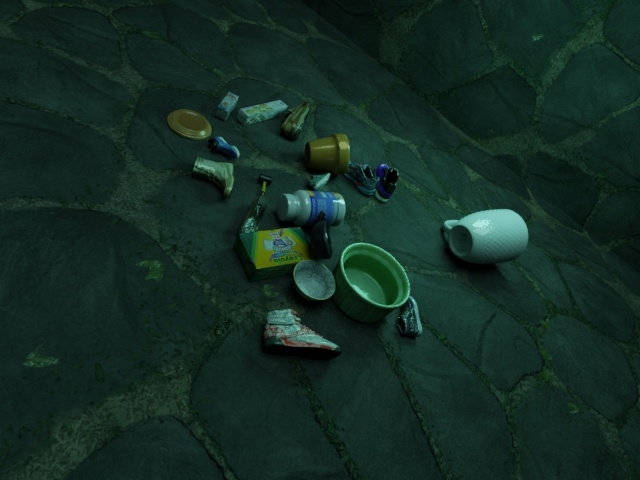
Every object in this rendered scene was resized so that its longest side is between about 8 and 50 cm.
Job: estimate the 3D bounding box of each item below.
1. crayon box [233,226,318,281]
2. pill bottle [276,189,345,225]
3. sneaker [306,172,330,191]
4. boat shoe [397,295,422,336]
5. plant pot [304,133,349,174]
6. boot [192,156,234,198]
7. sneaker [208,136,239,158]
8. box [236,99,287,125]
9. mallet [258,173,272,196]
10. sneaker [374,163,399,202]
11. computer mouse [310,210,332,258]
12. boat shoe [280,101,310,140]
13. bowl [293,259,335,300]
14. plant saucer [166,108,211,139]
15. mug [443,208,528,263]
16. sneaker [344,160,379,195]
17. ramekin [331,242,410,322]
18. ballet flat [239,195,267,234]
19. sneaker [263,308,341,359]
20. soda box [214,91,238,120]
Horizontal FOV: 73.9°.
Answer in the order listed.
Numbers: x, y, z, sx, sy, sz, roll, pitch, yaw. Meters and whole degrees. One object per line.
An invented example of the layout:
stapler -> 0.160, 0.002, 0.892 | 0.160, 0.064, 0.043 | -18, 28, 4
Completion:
crayon box -> -0.165, 0.046, 1.604 | 0.278, 0.081, 0.165 | -8, 55, -38
pill bottle -> -0.043, -0.136, 1.807 | 0.272, 0.152, 0.152 | 1, 50, -33
sneaker -> -0.009, -0.296, 2.057 | 0.076, 0.065, 0.166 | 33, 39, 5
boat shoe -> 0.344, 0.295, 1.700 | 0.083, 0.065, 0.183 | 12, 46, -25
plant pot -> 0.025, -0.430, 2.121 | 0.187, 0.205, 0.205 | -3, 51, -15
boot -> -0.439, -0.260, 1.734 | 0.165, 0.077, 0.213 | 12, 40, -24
sneaker -> -0.436, -0.408, 1.890 | 0.152, 0.058, 0.084 | 42, 35, 17
box -> -0.303, -0.675, 2.235 | 0.067, 0.063, 0.324 | 45, 42, 11
mallet -> -0.240, -0.214, 1.851 | 0.062, 0.039, 0.190 | 10, 50, -20
sneaker -> 0.365, -0.340, 2.272 | 0.102, 0.146, 0.293 | 21, 42, -14
computer mouse -> 0.000, 0.000, 1.646 | 0.072, 0.189, 0.272 | -10, 13, 4
boat shoe -> -0.137, -0.666, 2.292 | 0.119, 0.123, 0.324 | 22, 41, -8
bowl -> -0.037, 0.162, 1.571 | 0.170, 0.080, 0.170 | 18, 46, -20
plant saucer -> -0.592, -0.534, 1.933 | 0.199, 0.037, 0.200 | 18, 42, -17
mug -> 0.803, -0.030, 2.192 | 0.328, 0.276, 0.374 | -6, 24, -28
sneaker -> 0.208, -0.362, 2.209 | 0.262, 0.125, 0.104 | 46, 42, 14
ramekin -> 0.180, 0.170, 1.654 | 0.303, 0.148, 0.303 | 18, 43, -17
ballet flat -> -0.274, -0.085, 1.691 | 0.084, 0.058, 0.250 | 52, 35, -35
sneaker -> -0.057, 0.306, 1.414 | 0.270, 0.090, 0.145 | 12, 47, -19
soda box -> -0.467, -0.672, 2.127 | 0.058, 0.063, 0.183 | 23, 42, -11
